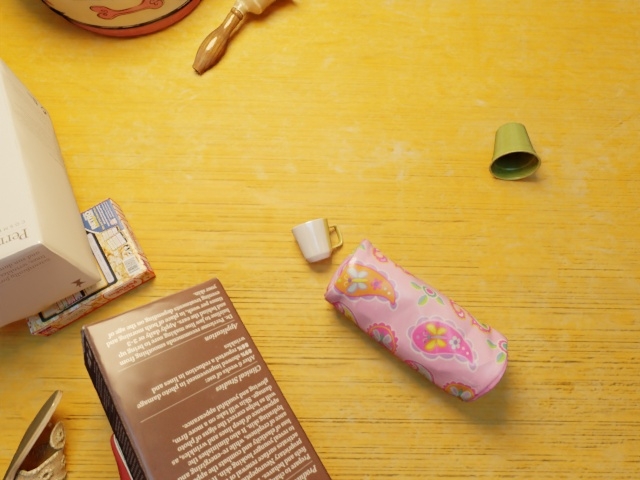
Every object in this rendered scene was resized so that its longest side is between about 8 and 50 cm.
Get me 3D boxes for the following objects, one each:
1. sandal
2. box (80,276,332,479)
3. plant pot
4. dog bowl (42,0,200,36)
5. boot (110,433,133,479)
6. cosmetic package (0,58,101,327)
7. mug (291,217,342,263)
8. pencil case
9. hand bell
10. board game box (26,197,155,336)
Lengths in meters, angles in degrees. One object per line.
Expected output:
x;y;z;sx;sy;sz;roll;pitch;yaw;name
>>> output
-0.411;0.333;0.655;0.079;0.088;0.240;36;83;-24;sandal
-0.141;0.259;0.589;0.191;0.143;0.381;-20;67;-35;box
0.337;-0.162;0.798;0.083;0.083;0.079;6;63;0;plant pot
-0.382;-0.570;0.851;0.408;0.150;0.408;0;74;-1;dog bowl
-0.281;0.398;0.624;0.176;0.088;0.244;-26;81;-7;boot
-0.506;-0.071;0.676;0.217;0.156;0.385;-28;64;-9;cosmetic package
-0.002;0.000;0.751;0.078;0.062;0.064;-18;84;1;mug
0.145;0.121;0.695;0.284;0.124;0.124;34;77;7;pencil case
-0.164;-0.417;0.853;0.126;0.126;0.242;37;90;8;hand bell
-0.392;0.041;0.737;0.193;0.045;0.147;-29;77;-9;board game box
